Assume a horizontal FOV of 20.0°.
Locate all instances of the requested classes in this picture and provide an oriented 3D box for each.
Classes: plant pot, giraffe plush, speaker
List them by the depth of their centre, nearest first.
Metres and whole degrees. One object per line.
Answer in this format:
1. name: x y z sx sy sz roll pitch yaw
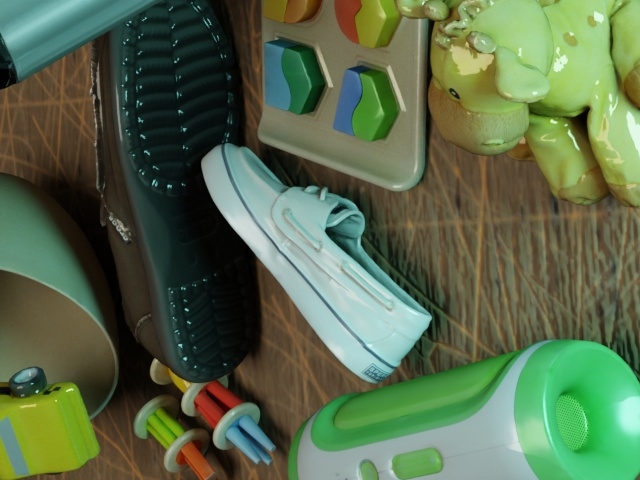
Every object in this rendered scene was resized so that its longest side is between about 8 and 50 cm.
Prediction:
1. giraffe plush: 0.144 -0.117 1.224 0.181 0.170 0.210 8 107 48
2. speaker: 0.105 0.157 1.378 0.296 0.131 0.131 -21 84 49
3. plant pot: -0.331 0.043 1.770 0.284 0.284 0.191 -53 27 42

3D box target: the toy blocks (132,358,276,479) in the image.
1. toy blocks: -0.103 0.181 1.678 0.148 0.054 0.123 42 128 33

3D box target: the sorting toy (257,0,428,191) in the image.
1. sorting toy: 0.011 -0.160 1.465 0.193 0.038 0.208 23 116 44

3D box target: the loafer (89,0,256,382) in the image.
1. loafer: -0.154 -0.055 1.608 0.130 0.134 0.365 8 106 47

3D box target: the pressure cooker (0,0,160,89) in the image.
1. pressure cooker: -0.178 -0.355 1.358 0.370 0.420 0.375 57 170 12

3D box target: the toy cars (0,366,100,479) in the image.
1. toy cars: -0.221 0.240 1.673 0.394 0.087 0.176 33 128 3

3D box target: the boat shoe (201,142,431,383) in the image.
1. boat shoe: 0.000 0.000 1.499 0.084 0.095 0.258 -46 66 14
